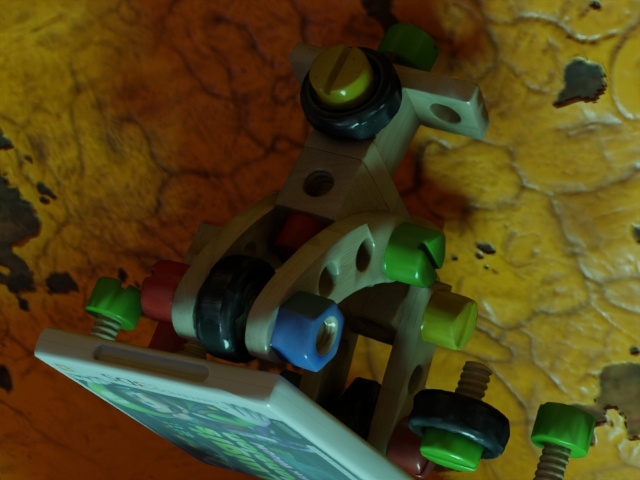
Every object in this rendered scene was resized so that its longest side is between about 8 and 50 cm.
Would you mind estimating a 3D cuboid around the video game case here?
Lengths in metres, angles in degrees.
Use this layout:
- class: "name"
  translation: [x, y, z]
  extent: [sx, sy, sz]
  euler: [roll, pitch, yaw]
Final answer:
- class: "video game case"
  translation: [-0.050, 0.109, 0.976]
  extent: [0.173, 0.022, 0.190]
  euler: [9, 159, 35]

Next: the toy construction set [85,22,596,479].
- class: "toy construction set"
  translation: [0.000, 0.000, 1.030]
  extent: [0.257, 0.237, 0.309]
  euler: [34, 158, -36]
